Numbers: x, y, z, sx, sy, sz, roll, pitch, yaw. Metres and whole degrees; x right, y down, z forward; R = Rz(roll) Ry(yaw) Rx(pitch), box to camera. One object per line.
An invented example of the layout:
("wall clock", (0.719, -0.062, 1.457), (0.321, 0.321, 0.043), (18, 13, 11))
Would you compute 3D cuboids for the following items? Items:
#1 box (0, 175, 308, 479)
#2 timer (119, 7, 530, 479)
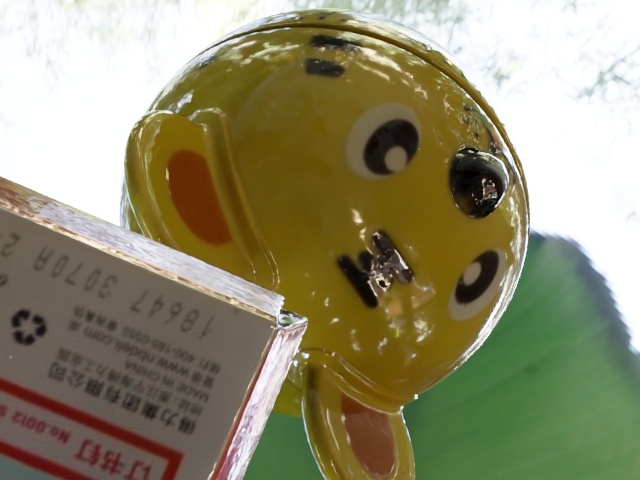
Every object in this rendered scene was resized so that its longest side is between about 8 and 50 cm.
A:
("box", (-0.132, 0.044, 0.737), (0.229, 0.050, 0.123), (22, -80, -2))
("timer", (0.000, 0.000, 1.353), (0.376, 0.376, 0.387), (22, -148, -1))
